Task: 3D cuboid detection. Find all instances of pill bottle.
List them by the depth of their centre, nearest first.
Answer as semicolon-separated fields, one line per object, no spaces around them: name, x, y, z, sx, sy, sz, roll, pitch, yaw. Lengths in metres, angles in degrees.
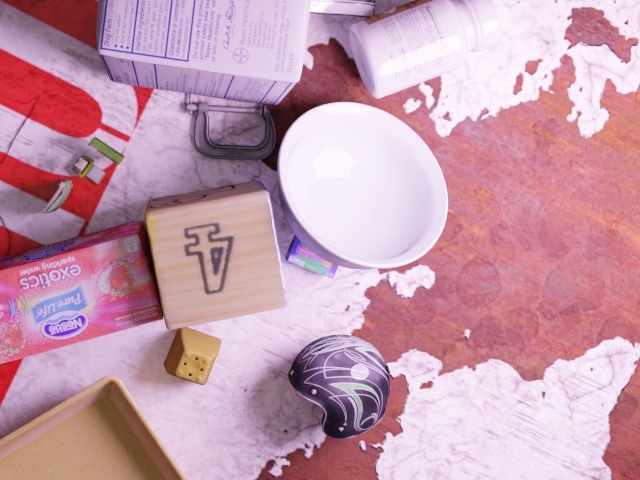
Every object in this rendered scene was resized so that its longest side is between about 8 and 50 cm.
pill bottle;0.174;-0.334;1.461;0.229;0.131;0.131;-21;102;-5

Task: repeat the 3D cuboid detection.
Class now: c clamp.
c clamp;-0.151;-0.203;1.490;0.160;0.022;0.137;7;98;-9

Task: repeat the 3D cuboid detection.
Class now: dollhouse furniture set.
dollhouse furniture set;-0.389;-0.093;1.446;0.058;0.076;0.152;36;92;-12

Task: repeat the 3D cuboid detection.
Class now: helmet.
helmet;0.034;0.242;1.527;0.169;0.169;0.161;-19;118;-5

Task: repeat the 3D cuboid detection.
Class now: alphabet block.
alphabet block;-0.171;0.017;1.442;0.197;0.192;0.193;-10;99;-6

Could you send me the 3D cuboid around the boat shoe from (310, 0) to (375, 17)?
boat shoe;-0.015;-0.411;1.450;0.219;0.078;0.070;1;102;-17

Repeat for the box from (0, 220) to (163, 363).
box;-0.418;0.085;1.439;0.300;0.142;0.154;-15;103;-6

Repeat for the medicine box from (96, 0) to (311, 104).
medicine box;-0.179;-0.310;1.336;0.289;0.263;0.149;7;90;-10

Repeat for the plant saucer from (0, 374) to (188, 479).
plant saucer;-0.410;0.435;1.534;0.333;0.081;0.333;-31;104;-2

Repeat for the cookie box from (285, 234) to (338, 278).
cookie box;0.000;0.000;1.539;0.092;0.040;0.107;22;95;-11

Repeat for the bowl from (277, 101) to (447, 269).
bowl;0.049;-0.069;1.458;0.298;0.134;0.298;10;62;-19

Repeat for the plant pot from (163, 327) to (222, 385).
plant pot;-0.220;0.205;1.520;0.081;0.083;0.081;21;96;-11
